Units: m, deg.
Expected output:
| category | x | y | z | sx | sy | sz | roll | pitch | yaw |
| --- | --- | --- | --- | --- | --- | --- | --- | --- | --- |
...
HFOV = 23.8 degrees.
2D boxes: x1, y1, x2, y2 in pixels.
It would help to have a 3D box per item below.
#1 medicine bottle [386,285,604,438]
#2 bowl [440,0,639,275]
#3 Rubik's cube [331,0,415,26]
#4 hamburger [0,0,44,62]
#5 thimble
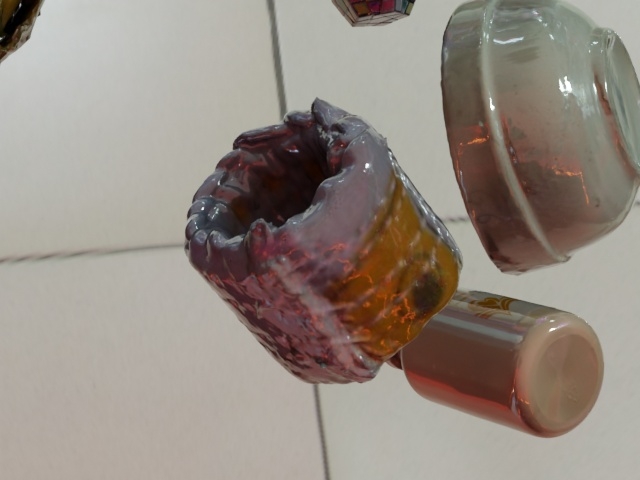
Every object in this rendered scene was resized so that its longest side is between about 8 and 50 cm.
| category | x | y | z | sx | sy | sz | roll | pitch | yaw |
| --- | --- | --- | --- | --- | --- | --- | --- | --- | --- |
| medicine bottle | 0.135 | 0.101 | 1.391 | 0.114 | 0.252 | 0.114 | -6 | 101 | -36 |
| bowl | 0.253 | -0.126 | 1.623 | 0.163 | 0.307 | 0.307 | -13 | 67 | 24 |
| Rubik's cube | 0.059 | -0.290 | 1.692 | 0.111 | 0.111 | 0.093 | -7 | 84 | -7 |
| hamburger | -0.159 | -0.147 | 0.596 | 0.113 | 0.177 | 0.185 | 10 | 30 | 25 |
| thimble | -0.002 | 0.001 | 0.867 | 0.127 | 0.151 | 0.118 | -47 | 117 | -12 |
